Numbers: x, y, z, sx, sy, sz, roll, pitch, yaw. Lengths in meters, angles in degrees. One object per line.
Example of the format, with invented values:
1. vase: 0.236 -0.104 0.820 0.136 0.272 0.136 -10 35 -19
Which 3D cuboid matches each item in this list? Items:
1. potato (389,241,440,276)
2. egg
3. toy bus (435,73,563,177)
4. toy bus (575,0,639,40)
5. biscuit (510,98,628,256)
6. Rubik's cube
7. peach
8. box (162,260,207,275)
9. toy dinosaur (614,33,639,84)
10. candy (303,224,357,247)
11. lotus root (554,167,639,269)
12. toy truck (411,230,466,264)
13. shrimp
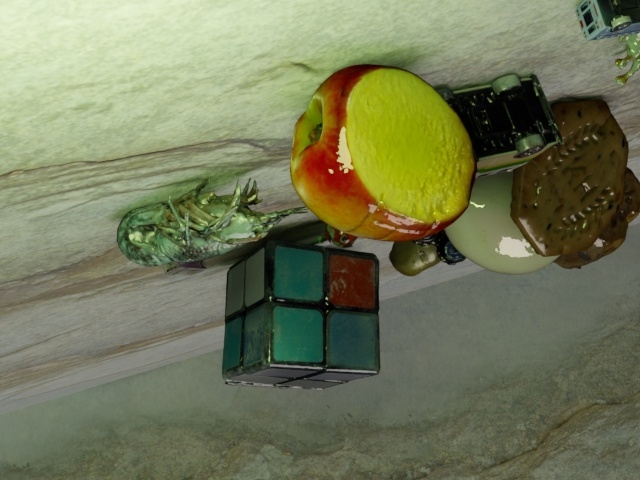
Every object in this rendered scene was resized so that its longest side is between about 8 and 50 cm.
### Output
1. potato: 0.300 0.029 2.351 0.200 0.137 0.154 -30 163 39
2. egg: 0.427 -0.068 1.794 0.345 0.283 0.283 19 148 -30
3. toy bus: 0.248 -0.181 1.374 0.305 0.143 0.179 -14 169 -21
4. toy bus: 0.470 -0.345 1.142 0.167 0.073 0.076 -11 169 -15
5. biscuit: 0.542 -0.132 1.649 0.359 0.359 0.046 -10 -162 -31
6. Rubik's cube: -0.054 0.198 1.946 0.316 0.318 0.313 8 161 -24
7. peach: 0.095 -0.121 1.141 0.274 0.249 0.245 25 -175 -16
8. box: -0.325 0.060 1.843 0.050 0.036 0.117 -22 167 23
9. toy dinosaur: 0.574 -0.350 1.353 0.212 0.057 0.142 -22 154 -40
10. candy: 0.001 0.001 1.992 0.078 0.084 0.287 1 166 -33
11. lotus root: 0.760 -0.074 2.144 0.316 0.316 0.250 -15 177 -15
12. toy truck: 0.335 -0.040 1.995 0.177 0.213 0.161 -56 176 1
13. shrimp: -0.199 -0.036 1.357 0.372 0.137 0.172 -20 -176 15
